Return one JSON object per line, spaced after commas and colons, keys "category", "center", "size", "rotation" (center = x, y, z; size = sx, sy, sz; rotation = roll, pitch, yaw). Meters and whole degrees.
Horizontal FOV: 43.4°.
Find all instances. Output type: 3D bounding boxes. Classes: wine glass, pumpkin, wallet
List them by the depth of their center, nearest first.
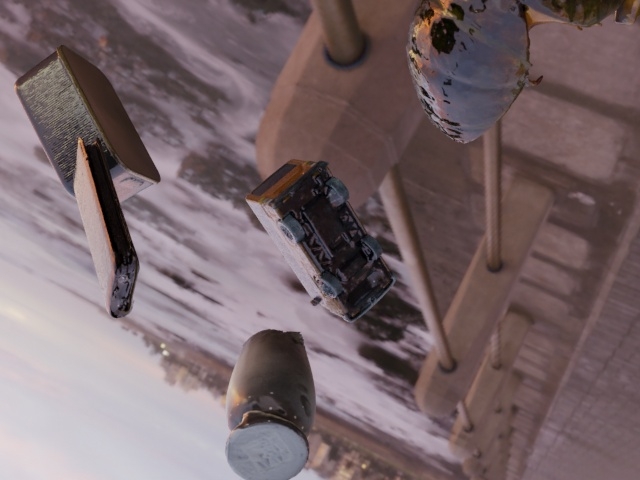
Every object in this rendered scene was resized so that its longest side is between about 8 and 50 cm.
{"category": "pumpkin", "center": [0.134, -0.168, 0.572], "size": [0.107, 0.183, 0.119], "rotation": [43, -171, -45]}
{"category": "wallet", "center": [-0.250, -0.019, 0.924], "size": [0.031, 0.198, 0.110], "rotation": [-9, 146, -26]}
{"category": "wine glass", "center": [-0.060, 0.197, 0.985], "size": [0.111, 0.111, 0.204], "rotation": [31, -156, -14]}

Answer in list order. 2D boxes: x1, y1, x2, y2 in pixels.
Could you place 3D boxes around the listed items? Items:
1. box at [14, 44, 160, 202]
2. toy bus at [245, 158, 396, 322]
{"category": "box", "center": [-0.317, -0.147, 1.093], "size": [0.201, 0.090, 0.144], "rotation": [59, -172, 10]}
{"category": "toy bus", "center": [0.000, 0.000, 0.947], "size": [0.103, 0.091, 0.182], "rotation": [17, 144, 58]}
